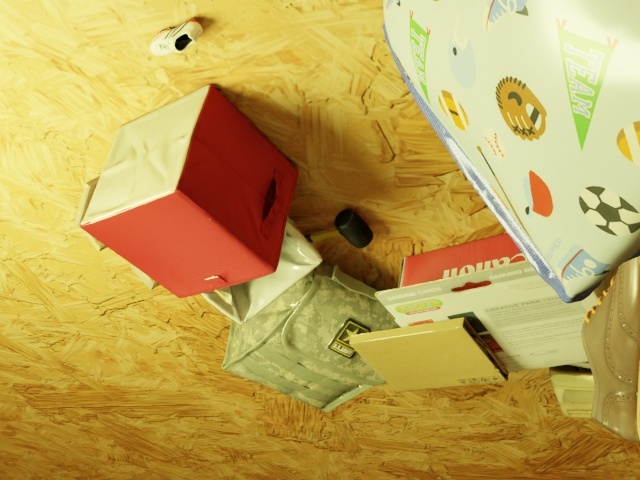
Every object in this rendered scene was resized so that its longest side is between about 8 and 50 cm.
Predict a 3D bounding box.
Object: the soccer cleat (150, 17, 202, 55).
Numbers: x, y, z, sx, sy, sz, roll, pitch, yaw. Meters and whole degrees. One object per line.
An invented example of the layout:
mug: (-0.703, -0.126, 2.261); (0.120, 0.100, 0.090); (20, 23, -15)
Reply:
soccer cleat: (-0.174, -0.236, 0.923); (0.083, 0.036, 0.029); (-15, 139, 33)

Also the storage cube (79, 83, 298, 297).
storage cube: (-0.173, -0.058, 1.055); (0.214, 0.184, 0.193); (-15, 139, 33)

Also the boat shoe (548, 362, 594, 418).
boat shoe: (0.548, 0.268, 1.320); (0.121, 0.110, 0.341); (-16, -174, -31)

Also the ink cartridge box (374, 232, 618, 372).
ink cartridge box: (0.281, 0.079, 1.182); (0.309, 0.130, 0.272); (-15, 136, 33)

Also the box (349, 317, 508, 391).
box: (0.171, 0.185, 1.231); (0.201, 0.021, 0.164); (-13, 135, 34)

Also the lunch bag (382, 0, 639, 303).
lunch bag: (0.202, -0.205, 0.607); (0.238, 0.385, 0.328); (-28, 157, -18)

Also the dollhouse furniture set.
dollhouse furniture set: (-0.254, -0.029, 1.157); (0.151, 0.144, 0.123); (49, 144, 7)

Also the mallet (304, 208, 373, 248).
mallet: (0.000, 0.000, 1.234); (0.189, 0.039, 0.062); (-19, 134, 43)

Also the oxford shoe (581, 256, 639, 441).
oxford shoe: (0.391, 0.088, 0.986); (0.129, 0.364, 0.132); (-12, -166, -40)

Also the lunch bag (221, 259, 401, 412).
lunch bag: (0.006, 0.159, 1.353); (0.235, 0.169, 0.287); (28, 137, -25)

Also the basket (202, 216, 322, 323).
basket: (-0.102, 0.023, 1.173); (0.167, 0.103, 0.113); (-38, 132, 6)

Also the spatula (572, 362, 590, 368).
spatula: (0.394, 0.189, 1.347); (0.168, 0.019, 0.242); (34, 163, -27)
